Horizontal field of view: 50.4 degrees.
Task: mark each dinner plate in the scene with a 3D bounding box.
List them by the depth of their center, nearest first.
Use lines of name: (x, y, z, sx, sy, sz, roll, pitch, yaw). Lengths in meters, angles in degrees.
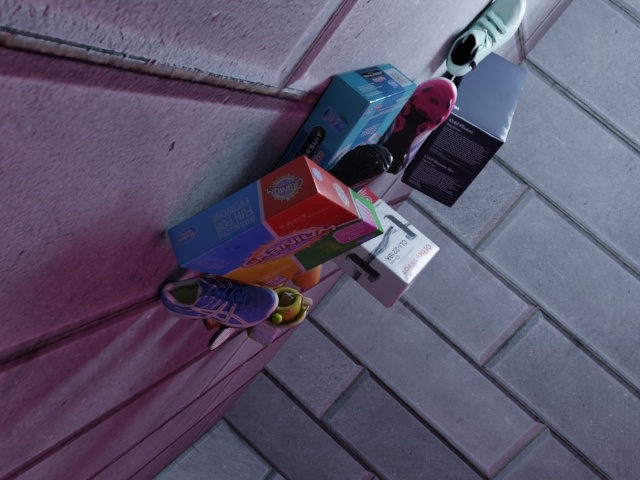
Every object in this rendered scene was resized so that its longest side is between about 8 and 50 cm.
dinner plate: (-0.274, 0.262, 1.983, 0.141, 0.017, 0.141, -48, 171, -10)

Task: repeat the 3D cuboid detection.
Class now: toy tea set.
toy tea set: (-0.079, 0.024, 1.412, 0.336, 0.200, 0.124, -59, 154, -45)

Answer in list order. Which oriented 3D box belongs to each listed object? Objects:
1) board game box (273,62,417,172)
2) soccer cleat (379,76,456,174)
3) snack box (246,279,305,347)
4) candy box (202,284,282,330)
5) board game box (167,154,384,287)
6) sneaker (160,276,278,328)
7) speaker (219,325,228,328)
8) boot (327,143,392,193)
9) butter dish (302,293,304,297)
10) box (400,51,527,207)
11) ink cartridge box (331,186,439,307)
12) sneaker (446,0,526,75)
board game box: (0.021, -0.170, 1.295, 0.336, 0.079, 0.254, -53, 170, 30)
soccer cleat: (0.244, -0.315, 1.765, 0.331, 0.116, 0.143, -54, -174, 46)
snack box: (-0.124, 0.164, 1.827, 0.207, 0.070, 0.174, -60, -166, 2)
candy box: (-0.182, 0.134, 1.545, 0.187, 0.053, 0.109, -24, 165, -16)
board game box: (-0.057, -0.015, 1.103, 0.242, 0.064, 0.316, -27, 162, 16)
sneaker: (-0.180, 0.107, 1.193, 0.081, 0.211, 0.080, 82, 8, -68)
speaker: (-0.219, 0.181, 1.760, 0.055, 0.055, 0.136, -52, 171, 24)
boot: (0.039, -0.077, 1.280, 0.190, 0.076, 0.208, -31, 160, -16)
butter dish: (-0.113, 0.208, 2.078, 0.160, 0.118, 0.160, 18, 117, -47)
box: (0.417, -0.331, 1.979, 0.343, 0.179, 0.312, -63, -179, -37)
ink cartridge box: (0.142, 0.012, 1.759, 0.197, 0.273, 0.114, -41, 169, -45)
sneaker: (0.415, -0.514, 1.682, 0.256, 0.094, 0.151, -48, 178, 14)
